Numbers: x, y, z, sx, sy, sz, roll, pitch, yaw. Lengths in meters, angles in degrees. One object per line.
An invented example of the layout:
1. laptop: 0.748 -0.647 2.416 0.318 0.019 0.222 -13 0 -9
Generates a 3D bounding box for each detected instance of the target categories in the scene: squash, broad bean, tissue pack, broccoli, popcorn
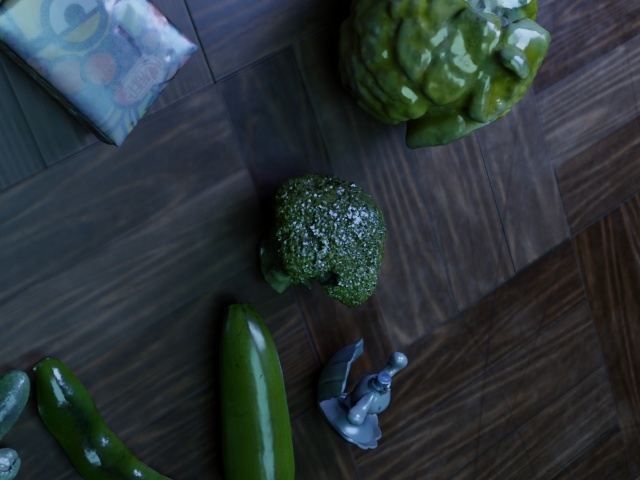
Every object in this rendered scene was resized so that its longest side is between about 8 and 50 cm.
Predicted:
1. squash: -0.062 0.152 1.120 0.066 0.066 0.201 -13 102 -31
2. broad bean: -0.175 0.181 1.065 0.069 0.039 0.227 -50 124 -7
3. tissue pack: -0.184 -0.161 0.967 0.109 0.060 0.148 -52 122 -12
4. broccoli: 0.000 0.000 1.100 0.120 0.131 0.130 -37 142 22
5. popcorn: 0.106 -0.180 1.101 0.185 0.167 0.187 27 49 -12

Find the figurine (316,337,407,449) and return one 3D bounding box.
1. figurine: 0.037 0.143 1.169 0.082 0.094 0.086 31 116 1

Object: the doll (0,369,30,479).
1. doll: -0.280 0.169 0.976 0.115 0.077 0.150 24 76 -42
